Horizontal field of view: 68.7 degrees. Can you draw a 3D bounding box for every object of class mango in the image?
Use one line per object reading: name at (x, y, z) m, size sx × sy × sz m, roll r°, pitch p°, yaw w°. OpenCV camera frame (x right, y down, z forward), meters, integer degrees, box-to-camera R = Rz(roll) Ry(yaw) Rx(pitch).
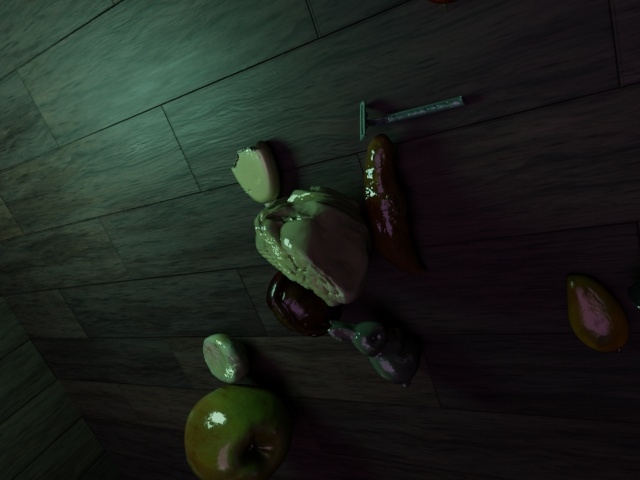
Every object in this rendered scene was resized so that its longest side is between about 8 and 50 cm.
mango at (0.558, 0.151, 0.950) m, size 0.101 × 0.066 × 0.188 m, roll -23°, pitch 96°, yaw 36°

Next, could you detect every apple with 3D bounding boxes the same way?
apple at (-0.253, 0.635, 1.506) m, size 0.305 × 0.338 × 0.339 m, roll -4°, pitch 116°, yaw 46°

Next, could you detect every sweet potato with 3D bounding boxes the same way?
sweet potato at (0.149, -0.054, 1.029) m, size 0.106 × 0.095 × 0.355 m, roll -24°, pitch 114°, yaw -8°

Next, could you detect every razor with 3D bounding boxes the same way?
razor at (0.179, -0.253, 0.933) m, size 0.211 × 0.036 × 0.084 m, roll -5°, pitch 72°, yaw 22°

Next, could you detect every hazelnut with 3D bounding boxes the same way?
hazelnut at (-0.047, 0.153, 1.212) m, size 0.160 × 0.170 × 0.202 m, roll -16°, pitch 133°, yaw 33°

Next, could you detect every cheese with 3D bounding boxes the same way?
cheese at (-0.138, -0.119, 1.182) m, size 0.127 × 0.050 × 0.256 m, roll -10°, pitch 112°, yaw 33°

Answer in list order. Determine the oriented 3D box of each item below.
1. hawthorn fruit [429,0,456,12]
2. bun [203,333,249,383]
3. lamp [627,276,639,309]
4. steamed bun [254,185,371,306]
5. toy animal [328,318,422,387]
hawthorn fruit at (0.202, -0.441, 0.757) m, size 0.125 × 0.125 × 0.140 m, roll 15°, pitch 123°, yaw 21°
bun at (-0.299, 0.373, 1.531) m, size 0.183 × 0.102 × 0.184 m, roll 19°, pitch 123°, yaw 32°
lamp at (0.649, 0.029, 0.792) m, size 0.172 × 0.147 × 0.228 m, roll 37°, pitch 124°, yaw 35°
steamed bun at (-0.002, -0.002, 1.072) m, size 0.276 × 0.203 × 0.289 m, roll 46°, pitch 163°, yaw -10°
toy animal at (0.139, 0.258, 1.171) m, size 0.251 × 0.127 × 0.125 m, roll 32°, pitch 101°, yaw -20°
